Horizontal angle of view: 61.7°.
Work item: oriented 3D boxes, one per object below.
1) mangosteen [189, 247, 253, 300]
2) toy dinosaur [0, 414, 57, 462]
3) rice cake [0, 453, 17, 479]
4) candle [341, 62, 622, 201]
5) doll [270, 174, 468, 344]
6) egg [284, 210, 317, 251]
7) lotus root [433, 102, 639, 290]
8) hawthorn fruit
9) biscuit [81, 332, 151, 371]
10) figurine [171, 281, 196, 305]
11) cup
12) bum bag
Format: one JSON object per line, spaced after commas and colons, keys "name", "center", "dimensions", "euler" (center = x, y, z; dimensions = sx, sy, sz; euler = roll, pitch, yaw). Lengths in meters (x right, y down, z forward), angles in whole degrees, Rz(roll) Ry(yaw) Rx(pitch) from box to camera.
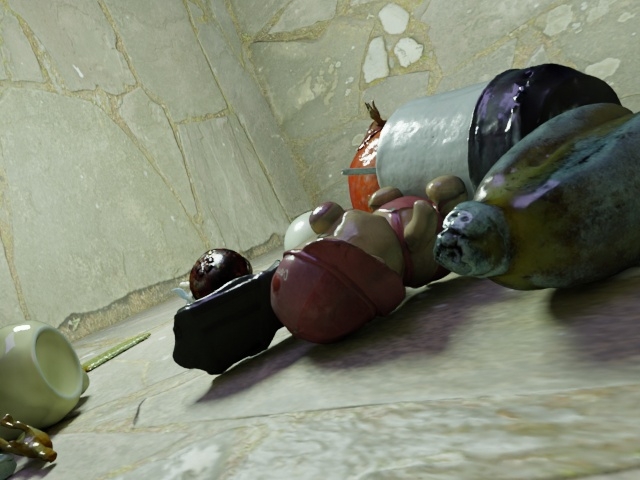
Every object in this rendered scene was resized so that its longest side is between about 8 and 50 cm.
{"name": "mangosteen", "center": [-0.253, 0.110, 1.388], "dimensions": [0.173, 0.183, 0.172], "euler": [-5, 48, 6]}
{"name": "toy dinosaur", "center": [-0.360, 0.264, 0.684], "dimensions": [0.162, 0.127, 0.039], "euler": [80, -150, -59]}
{"name": "rice cake", "center": [-0.421, 0.294, 0.592], "dimensions": [0.033, 0.028, 0.171], "euler": [-16, 6, 30]}
{"name": "candle", "center": [0.217, -0.114, 0.758], "dimensions": [0.222, 0.221, 0.343], "euler": [-25, 17, -30]}
{"name": "doll", "center": [0.055, 0.017, 0.644], "dimensions": [0.256, 0.152, 0.196], "euler": [-32, -19, -26]}
{"name": "egg", "center": [0.000, 0.000, 1.309], "dimensions": [0.151, 0.151, 0.209], "euler": [-21, 1, 30]}
{"name": "lotus root", "center": [0.229, -0.028, 0.492], "dimensions": [0.322, 0.139, 0.158], "euler": [-30, 31, -26]}
{"name": "hawthorn fruit", "center": [0.173, -0.141, 1.054], "dimensions": [0.276, 0.307, 0.276], "euler": [-26, 2, 1]}
{"name": "biscuit", "center": [-0.571, 0.307, 1.431], "dimensions": [0.139, 0.016, 0.231], "euler": [-22, 3, 28]}
{"name": "figurine", "center": [-0.320, 0.135, 1.557], "dimensions": [0.209, 0.128, 0.184], "euler": [-27, 1, 2]}
{"name": "cup", "center": [-0.490, 0.259, 0.870], "dimensions": [0.202, 0.255, 0.173], "euler": [-24, 46, -1]}
{"name": "bum bag", "center": [-0.054, 0.085, 0.743], "dimensions": [0.327, 0.142, 0.080], "euler": [-29, 41, -28]}
